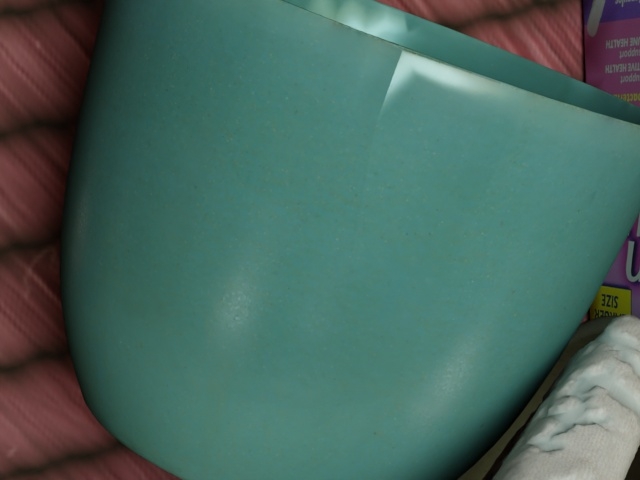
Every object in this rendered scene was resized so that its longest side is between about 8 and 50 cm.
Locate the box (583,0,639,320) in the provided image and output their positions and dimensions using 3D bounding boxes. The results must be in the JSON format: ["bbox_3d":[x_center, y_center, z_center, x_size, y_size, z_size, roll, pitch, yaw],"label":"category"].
[{"bbox_3d":[0.255,-0.049,0.960,0.117,0.213,0.243,-5,95,-21],"label":"box"}]

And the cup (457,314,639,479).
[{"bbox_3d":[0.213,0.232,0.892,0.237,0.331,0.331,19,87,-16],"label":"cup"}]

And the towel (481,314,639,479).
[{"bbox_3d":[0.030,0.218,0.756,0.053,0.317,0.332,34,38,4],"label":"towel"}]

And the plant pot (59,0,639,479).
[{"bbox_3d":[0.000,0.000,0.843,0.293,0.293,0.235,17,102,-20],"label":"plant pot"}]
